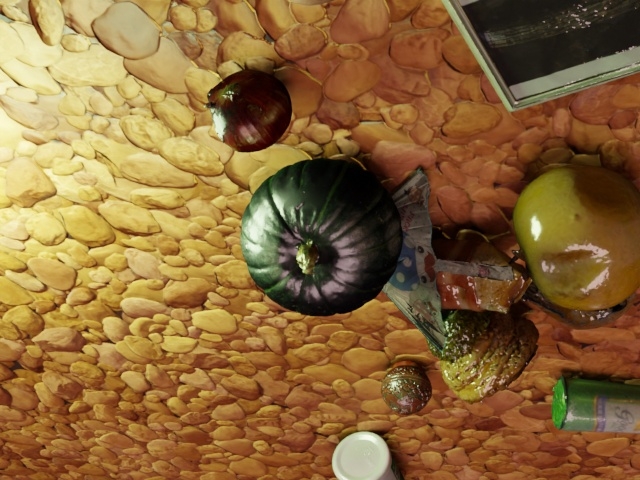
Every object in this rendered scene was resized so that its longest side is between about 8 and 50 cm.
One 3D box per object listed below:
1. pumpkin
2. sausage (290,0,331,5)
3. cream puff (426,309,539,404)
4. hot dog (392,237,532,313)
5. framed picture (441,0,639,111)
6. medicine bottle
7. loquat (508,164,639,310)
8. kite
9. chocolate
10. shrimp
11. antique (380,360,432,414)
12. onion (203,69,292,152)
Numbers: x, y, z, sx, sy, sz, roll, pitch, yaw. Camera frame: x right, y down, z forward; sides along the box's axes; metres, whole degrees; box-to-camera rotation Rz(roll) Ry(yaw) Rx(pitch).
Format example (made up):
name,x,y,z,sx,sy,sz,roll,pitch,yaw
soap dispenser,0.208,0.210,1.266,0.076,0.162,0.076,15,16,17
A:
name,x,y,z,sx,sy,sz,roll,pitch,yaw
pumpkin,0.000,0.000,1.415,0.250,0.216,0.250,3,108,9
sausage,0.107,-0.368,1.025,0.433,0.088,0.088,-26,131,37
cream puff,0.260,0.163,1.635,0.169,0.183,0.183,46,133,-8
hot dog,0.227,0.053,1.524,0.261,0.093,0.123,4,127,35
framed picture,0.315,-0.269,1.147,0.293,0.018,0.231,-15,135,32
medicine bottle,0.123,0.550,2.149,0.133,0.133,0.274,-6,141,17
loquat,0.367,-0.002,1.344,0.213,0.213,0.213,5,142,4
kite,0.162,0.036,1.486,0.314,0.011,0.335,11,125,37
chocolate,0.594,0.319,1.805,0.291,0.110,0.110,4,142,2
shrimp,0.427,0.092,1.581,0.219,0.046,0.152,23,141,-24
antique,0.166,0.289,1.836,0.104,0.104,0.104,5,142,4
onion,-0.093,-0.177,1.278,0.118,0.117,0.118,-12,153,-6
